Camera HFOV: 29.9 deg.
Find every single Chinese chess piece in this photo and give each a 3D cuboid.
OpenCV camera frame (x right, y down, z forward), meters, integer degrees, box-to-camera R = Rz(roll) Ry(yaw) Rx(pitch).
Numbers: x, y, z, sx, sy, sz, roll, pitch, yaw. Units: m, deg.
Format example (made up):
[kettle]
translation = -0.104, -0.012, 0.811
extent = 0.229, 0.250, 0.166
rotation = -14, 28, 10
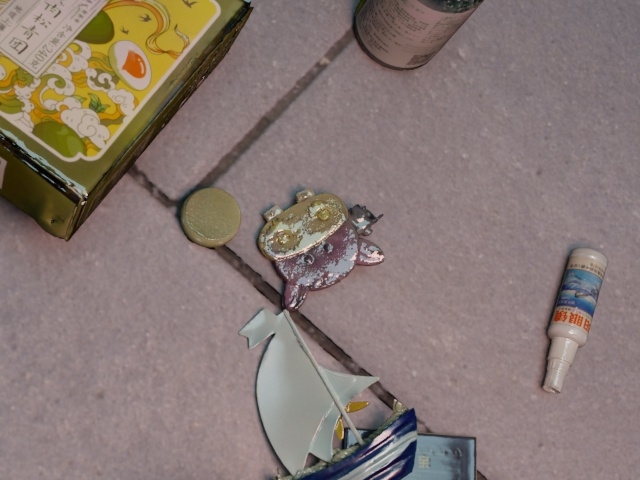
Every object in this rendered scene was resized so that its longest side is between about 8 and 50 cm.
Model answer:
[Chinese chess piece]
translation = -0.150, -0.031, 1.636
extent = 0.084, 0.034, 0.084
rotation = 5, 71, -15

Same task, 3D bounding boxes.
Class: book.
[book]
translation = 0.117, 0.390, 1.599
extent = 0.190, 0.025, 0.269
rotation = 7, 73, -14

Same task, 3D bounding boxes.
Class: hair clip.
[hair clip]
translation = 0.002, -0.003, 1.662
extent = 0.187, 0.056, 0.146
rotation = -27, 77, -18

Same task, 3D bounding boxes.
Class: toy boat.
[toy boat]
translation = -0.012, 0.214, 1.577
extent = 0.220, 0.067, 0.291
rotation = -32, 77, 0

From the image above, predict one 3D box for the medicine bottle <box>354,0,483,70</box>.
[medicine bottle]
translation = 0.153, -0.354, 1.674
extent = 0.141, 0.293, 0.141
rotation = 4, 74, -15

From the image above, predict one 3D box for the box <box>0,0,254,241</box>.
[box]
translation = -0.351, -0.264, 1.543
extent = 0.373, 0.138, 0.420
rotation = 36, 55, -3

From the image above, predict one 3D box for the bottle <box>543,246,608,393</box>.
[bottle]
translation = 0.362, 0.117, 1.732
extent = 0.060, 0.060, 0.217
rotation = 24, 71, -9
